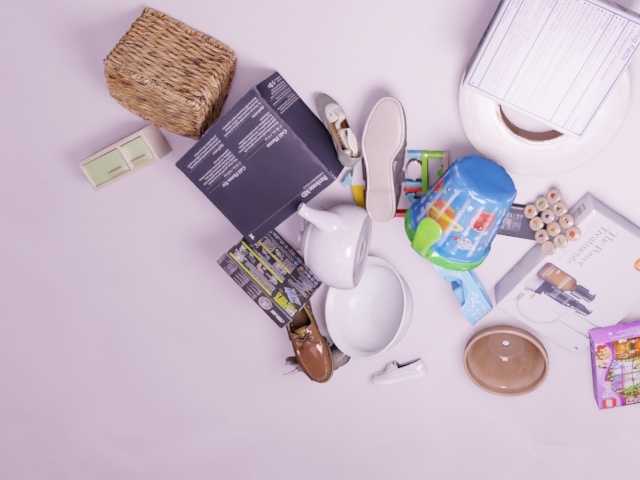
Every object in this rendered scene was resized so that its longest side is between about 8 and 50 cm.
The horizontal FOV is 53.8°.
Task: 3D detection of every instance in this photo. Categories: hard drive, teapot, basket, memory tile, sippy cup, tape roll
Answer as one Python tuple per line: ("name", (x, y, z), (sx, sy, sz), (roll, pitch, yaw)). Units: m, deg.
("hard drive", (0.537, -0.051, 1.692), (0.135, 0.022, 0.094), (10, 120, 12))
("teapot", (0.028, 0.012, 1.739), (0.187, 0.252, 0.256), (11, 105, 15))
("basket", (-0.401, -0.442, 1.727), (0.299, 0.223, 0.213), (25, 155, 2))
("memory tile", (0.584, -0.046, 1.600), (0.113, 0.012, 0.148), (-39, 60, 41))
("sippy cup", (0.355, -0.080, 1.549), (0.240, 0.305, 0.224), (19, 136, -7))
("tape roll", (0.527, -0.343, 1.508), (0.392, 0.072, 0.392), (8, 120, 13))

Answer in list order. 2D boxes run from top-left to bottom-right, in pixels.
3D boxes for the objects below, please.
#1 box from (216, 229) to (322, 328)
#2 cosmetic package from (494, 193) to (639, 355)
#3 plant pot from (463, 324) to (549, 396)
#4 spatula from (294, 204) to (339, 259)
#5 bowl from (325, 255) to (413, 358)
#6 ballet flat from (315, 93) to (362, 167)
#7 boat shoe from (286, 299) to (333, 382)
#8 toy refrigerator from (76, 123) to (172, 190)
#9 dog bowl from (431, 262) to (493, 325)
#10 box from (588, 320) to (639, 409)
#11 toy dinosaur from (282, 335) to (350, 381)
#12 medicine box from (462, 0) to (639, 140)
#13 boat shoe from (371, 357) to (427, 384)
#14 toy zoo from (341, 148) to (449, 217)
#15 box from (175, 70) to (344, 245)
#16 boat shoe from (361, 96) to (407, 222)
("box", (-0.141, 0.092, 1.848), (0.270, 0.216, 0.060), (46, 131, -4))
("cosmetic package", (0.696, 0.102, 1.675), (0.284, 0.097, 0.377), (30, 123, -9))
("plant pot", (0.543, 0.332, 1.849), (0.237, 0.109, 0.237), (7, 119, 14))
("spatula", (0.000, 0.000, 1.888), (0.168, 0.019, 0.242), (6, 119, 15))
("bowl", (0.165, 0.200, 1.844), (0.134, 0.297, 0.298), (14, 135, -45))
("ballet flat", (0.054, -0.296, 1.645), (0.068, 0.072, 0.213), (-30, 81, 63))
("boat shoe", (-0.053, 0.286, 1.912), (0.111, 0.104, 0.307), (-26, 70, 6))
("toy refrigerator", (-0.590, -0.248, 1.890), (0.270, 0.094, 0.102), (-19, 110, 25))
("dog bowl", (0.383, 0.095, 1.745), (0.074, 0.166, 0.297), (-29, 106, 16))
("box", (0.854, 0.342, 1.732), (0.201, 0.057, 0.293), (-14, 127, 12))
("toy dinosaur", (0.047, 0.360, 1.988), (0.314, 0.160, 0.121), (-22, 110, 27))
("medicine box", (0.496, -0.405, 1.354), (0.289, 0.149, 0.263), (25, 121, 2))
("boat shoe", (0.246, 0.415, 2.016), (0.184, 0.066, 0.063), (-15, 98, 26))
("toy zoo", (0.203, -0.155, 1.733), (0.293, 0.030, 0.192), (3, 118, 16))
("box", (-0.154, -0.218, 1.722), (0.343, 0.179, 0.312), (-35, 102, 30))
("boat shoe", (0.170, -0.213, 1.652), (0.112, 0.095, 0.335), (8, 113, 16))
